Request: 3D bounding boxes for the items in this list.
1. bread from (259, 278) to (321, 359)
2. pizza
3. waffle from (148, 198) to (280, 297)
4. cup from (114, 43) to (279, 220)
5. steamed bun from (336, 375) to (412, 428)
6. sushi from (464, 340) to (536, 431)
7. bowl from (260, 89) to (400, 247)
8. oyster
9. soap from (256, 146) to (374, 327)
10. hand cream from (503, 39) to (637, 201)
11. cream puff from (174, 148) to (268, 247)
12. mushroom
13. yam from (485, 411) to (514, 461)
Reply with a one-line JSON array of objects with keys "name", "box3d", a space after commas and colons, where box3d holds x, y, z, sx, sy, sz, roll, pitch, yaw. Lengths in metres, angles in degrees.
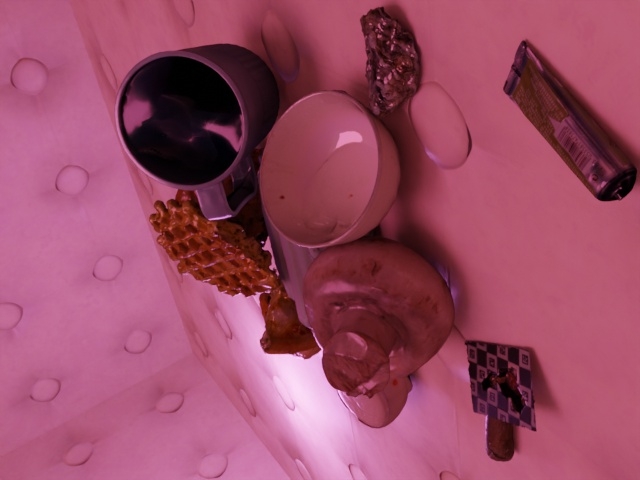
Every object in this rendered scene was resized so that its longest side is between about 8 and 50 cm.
[{"name": "bread", "box3d": [-0.058, 0.199, 2.007, 0.244, 0.134, 0.244, 46, 150, 37]}, {"name": "pizza", "box3d": [-0.052, 0.132, 1.791, 0.075, 0.280, 0.287, 9, 115, 45]}, {"name": "waffle", "box3d": [-0.239, 0.022, 1.681, 0.307, 0.060, 0.312, 12, 146, 20]}, {"name": "cup", "box3d": [-0.208, -0.243, 1.528, 0.331, 0.257, 0.311, 48, -159, -8]}, {"name": "steamed bun", "box3d": [0.129, 0.329, 1.733, 0.177, 0.131, 0.228, 42, 151, 21]}, {"name": "sushi", "box3d": [0.327, 0.250, 1.327, 0.201, 0.031, 0.139, 175, 89, -69]}, {"name": "bowl", "box3d": [0.035, -0.118, 1.341, 0.277, 0.145, 0.277, -7, 79, 39]}, {"name": "oyster", "box3d": [0.102, -0.279, 1.185, 0.125, 0.064, 0.177, 27, 139, 64]}, {"name": "soap", "box3d": [0.000, 0.000, 1.606, 0.261, 0.156, 0.446, 37, 147, 52]}, {"name": "hand cream", "box3d": [0.304, -0.140, 0.919, 0.235, 0.055, 0.086, 60, 157, 29]}, {"name": "cream puff", "box3d": [-0.219, -0.093, 1.867, 0.231, 0.343, 0.327, 17, 170, 7]}, {"name": "mushroom", "box3d": [0.084, 0.151, 1.370, 0.297, 0.290, 0.297, 17, 134, 18]}, {"name": "yam", "box3d": [0.337, 0.362, 1.409, 0.054, 0.054, 0.132, 37, 146, 48]}]
